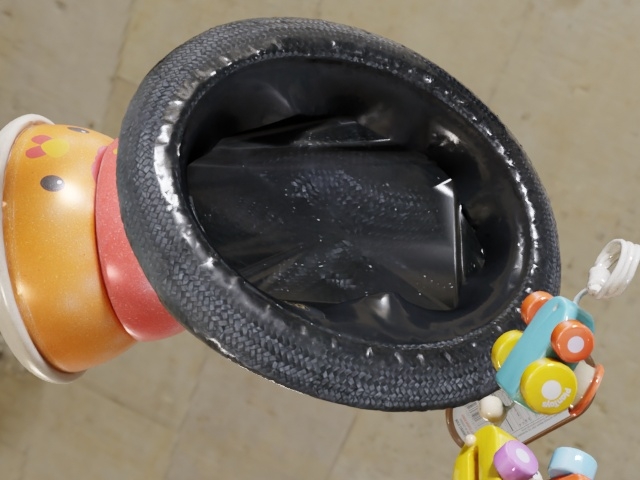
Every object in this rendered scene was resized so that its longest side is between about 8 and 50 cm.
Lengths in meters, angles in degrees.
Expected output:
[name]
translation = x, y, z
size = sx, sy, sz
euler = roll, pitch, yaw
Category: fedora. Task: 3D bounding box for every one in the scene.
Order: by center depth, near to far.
[fedora]
translation = 0.000, 0.000, 0.951
size = 0.152, 0.334, 0.334
euler = -45, 11, 52

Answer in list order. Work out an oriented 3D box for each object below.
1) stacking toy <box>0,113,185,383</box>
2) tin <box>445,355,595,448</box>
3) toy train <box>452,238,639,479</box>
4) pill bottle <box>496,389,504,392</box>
[stacking toy]
translation = -0.159, -0.016, 1.691
size = 0.350, 0.480, 0.350
euler = -8, -90, -80
[tin]
translation = 0.235, 0.184, 1.561
size = 0.190, 0.106, 0.040
euler = -31, -1, 7
[toy train]
translation = 0.108, 0.086, 0.583
size = 0.125, 0.046, 0.166
euler = -37, 25, 54
[pill bottle]
translation = 0.132, 0.097, 1.143
size = 0.120, 0.067, 0.067
euler = -7, 49, 53
